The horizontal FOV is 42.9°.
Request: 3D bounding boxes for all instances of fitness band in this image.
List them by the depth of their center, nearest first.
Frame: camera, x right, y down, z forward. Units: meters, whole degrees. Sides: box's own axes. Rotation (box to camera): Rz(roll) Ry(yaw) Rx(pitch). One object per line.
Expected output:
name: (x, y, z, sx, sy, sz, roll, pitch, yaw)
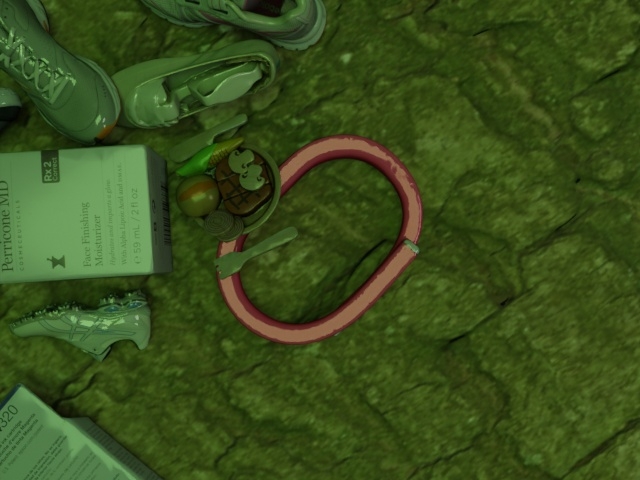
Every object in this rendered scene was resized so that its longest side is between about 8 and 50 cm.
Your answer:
fitness band: (0.000, 0.000, 1.039, 0.209, 0.054, 0.291, 44, 87, -1)

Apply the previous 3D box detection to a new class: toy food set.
toy food set: (-0.114, -0.064, 1.006, 0.132, 0.038, 0.192, -27, 72, 5)

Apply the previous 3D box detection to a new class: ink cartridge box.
ink cartridge box: (-0.342, 0.398, 1.018, 0.330, 0.071, 0.324, 40, 89, 2)

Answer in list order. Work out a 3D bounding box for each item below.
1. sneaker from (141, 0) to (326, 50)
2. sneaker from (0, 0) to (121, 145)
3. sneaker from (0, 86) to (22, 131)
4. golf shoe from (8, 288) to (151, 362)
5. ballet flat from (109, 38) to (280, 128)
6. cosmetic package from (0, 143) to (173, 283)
sneaker: (-0.114, -0.314, 1.006, 0.252, 0.111, 0.103, 11, 89, -2)
sneaker: (-0.350, -0.215, 0.967, 0.262, 0.121, 0.099, 46, 103, 13)
sneaker: (-0.458, -0.068, 1.003, 0.268, 0.101, 0.153, -31, 91, 4)
golf shoe: (-0.300, 0.116, 1.023, 0.176, 0.069, 0.086, -8, 96, -1)
ballet flat: (-0.167, -0.187, 1.010, 0.248, 0.086, 0.086, -20, 90, -2)
cosmetic package: (-0.282, -0.028, 0.979, 0.183, 0.151, 0.151, -4, 89, -2)
